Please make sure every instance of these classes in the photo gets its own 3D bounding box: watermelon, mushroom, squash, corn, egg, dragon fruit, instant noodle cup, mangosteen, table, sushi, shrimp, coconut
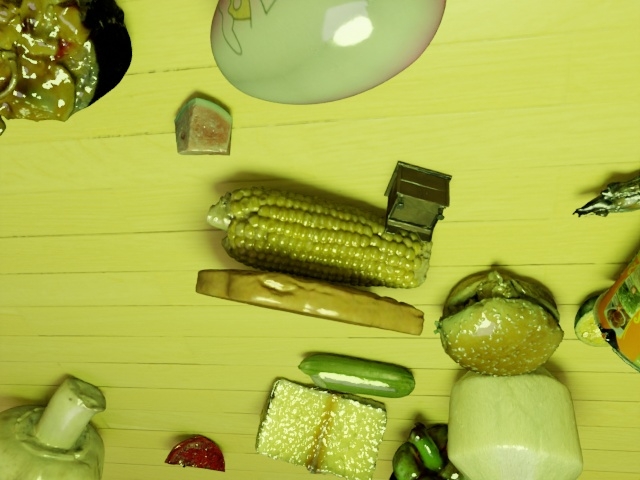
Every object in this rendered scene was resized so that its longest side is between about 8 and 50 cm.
[{"bbox_3d":[-0.163,-0.154,0.879,0.085,0.072,0.092,-10,129,-3],"label":"watermelon"},{"bbox_3d":[-0.633,0.479,1.499,0.314,0.314,0.336,32,101,-20],"label":"mushroom"},{"bbox_3d":[0.072,0.272,1.253,0.239,0.069,0.069,10,135,1],"label":"squash"},{"bbox_3d":[0.470,0.127,1.033,0.106,0.062,0.105,1,132,1],"label":"watermelon"},{"bbox_3d":[0.000,0.000,0.955,0.347,0.130,0.130,14,135,-5],"label":"corn"},{"bbox_3d":[0.000,-0.247,0.667,0.271,0.196,0.196,-3,134,25],"label":"egg"},{"bbox_3d":[-0.328,0.543,1.601,0.162,0.083,0.106,16,157,-30],"label":"dragon fruit"},{"bbox_3d":[0.529,0.074,0.871,0.230,0.230,0.182,10,127,2],"label":"instant noodle cup"},{"bbox_3d":[0.276,0.561,1.356,0.311,0.311,0.311,6,135,6],"label":"mangosteen"},{"bbox_3d":[0.139,-0.053,0.906,0.083,0.082,0.070,15,136,-4],"label":"table"},{"bbox_3d":[-0.354,-0.234,0.741,0.213,0.204,0.200,-10,127,14],"label":"sushi"},{"bbox_3d":[0.444,-0.124,0.808,0.262,0.051,0.198,-18,122,22],"label":"shrimp"},{"bbox_3d":[0.351,0.366,1.147,0.238,0.265,0.237,1,147,1],"label":"coconut"}]

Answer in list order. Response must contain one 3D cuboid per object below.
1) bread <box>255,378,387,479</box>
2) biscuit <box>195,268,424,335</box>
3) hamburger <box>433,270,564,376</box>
[{"bbox_3d":[0.001,0.404,1.369,0.266,0.142,0.178,17,94,-4],"label":"bread"},{"bbox_3d":[-0.021,0.092,0.992,0.352,0.057,0.312,12,173,-10],"label":"biscuit"},{"bbox_3d":[0.307,0.155,1.053,0.215,0.122,0.189,32,131,-23],"label":"hamburger"}]
